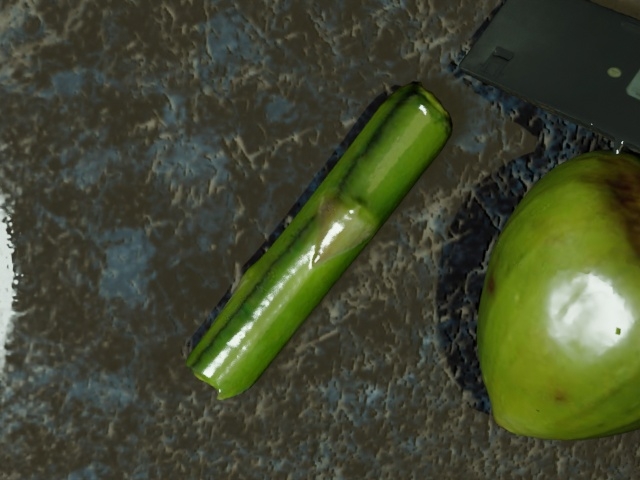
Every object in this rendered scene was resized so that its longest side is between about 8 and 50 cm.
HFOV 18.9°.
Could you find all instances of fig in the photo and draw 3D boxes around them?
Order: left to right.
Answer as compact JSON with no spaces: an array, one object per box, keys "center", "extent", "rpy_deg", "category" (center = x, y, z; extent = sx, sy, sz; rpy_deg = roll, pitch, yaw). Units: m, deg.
[{"center":[0.208,0.052,1.424],"extent":[0.203,0.203,0.225],"rpy_deg":[35,119,-7],"category":"fig"}]

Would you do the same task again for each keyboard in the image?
[{"center":[0.247,-0.098,1.388],"extent":[0.317,0.027,0.106],"rpy_deg":[29,78,33],"category":"keyboard"}]

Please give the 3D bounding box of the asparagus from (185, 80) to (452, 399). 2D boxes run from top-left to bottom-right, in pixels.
[{"center":[0.002,0.001,1.445],"extent":[0.060,0.067,0.277],"rpy_deg":[39,92,-34],"category":"asparagus"}]
